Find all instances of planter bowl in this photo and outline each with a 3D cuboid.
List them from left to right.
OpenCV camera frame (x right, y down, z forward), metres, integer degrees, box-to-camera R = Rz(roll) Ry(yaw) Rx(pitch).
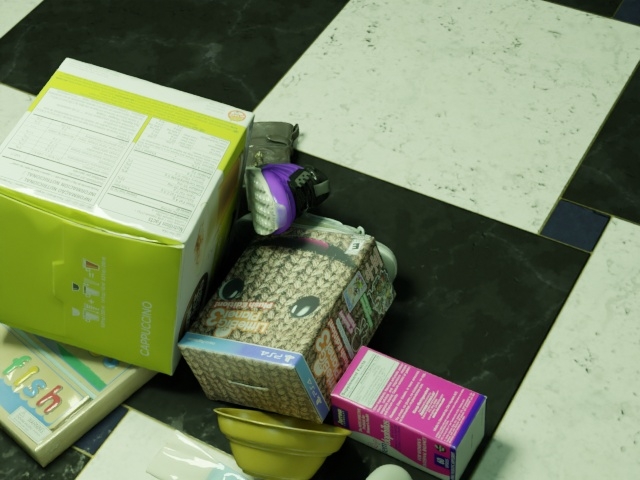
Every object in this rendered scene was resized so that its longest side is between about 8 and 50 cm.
[{"bbox_3d":[-0.065,0.321,1.763,0.217,0.217,0.090,9,85,13],"label":"planter bowl"}]

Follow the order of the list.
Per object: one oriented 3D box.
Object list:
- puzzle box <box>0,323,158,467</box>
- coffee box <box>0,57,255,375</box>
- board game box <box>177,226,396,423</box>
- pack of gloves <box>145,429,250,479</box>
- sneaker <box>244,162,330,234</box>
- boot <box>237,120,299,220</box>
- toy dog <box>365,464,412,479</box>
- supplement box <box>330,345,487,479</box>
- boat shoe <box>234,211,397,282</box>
[{"bbox_3d":[-0.501,0.179,1.985,0.409,0.052,0.272,33,58,29],"label":"puzzle box"},{"bbox_3d":[-0.334,-0.038,1.893,0.338,0.337,0.334,17,46,4],"label":"coffee box"},{"bbox_3d":[-0.050,0.129,1.892,0.232,0.141,0.291,7,47,32],"label":"board game box"},{"bbox_3d":[-0.189,0.432,1.749,0.232,0.046,0.195,29,72,25],"label":"pack of gloves"},{"bbox_3d":[-0.052,-0.086,1.984,0.146,0.102,0.293,-5,16,-7],"label":"sneaker"},{"bbox_3d":[-0.158,-0.144,2.232,0.263,0.091,0.229,-7,43,-6],"label":"boot"},{"bbox_3d":[-0.001,0.450,1.644,0.334,0.161,0.220,-2,47,-31],"label":"toy dog"},{"bbox_3d":[0.138,0.273,1.803,0.220,0.111,0.114,22,54,23],"label":"supplement box"},{"bbox_3d":[-0.001,0.002,2.058,0.320,0.118,0.103,13,39,27],"label":"boat shoe"}]
